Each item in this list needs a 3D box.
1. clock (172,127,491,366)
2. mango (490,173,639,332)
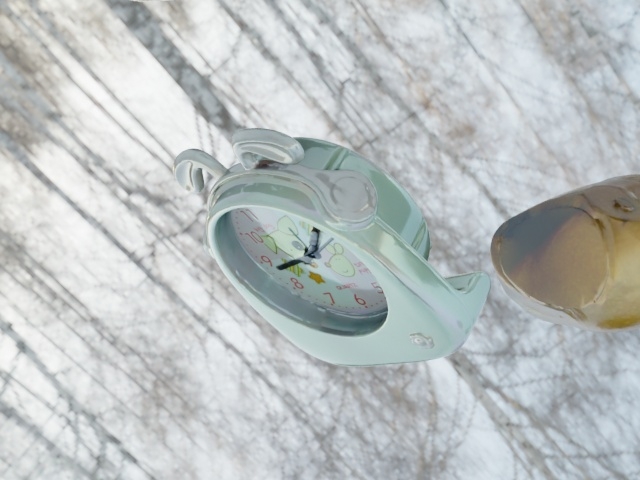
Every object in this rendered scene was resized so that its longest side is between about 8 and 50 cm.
[{"bbox_3d":[0.000,0.000,0.670,0.151,0.191,0.062,-12,-141,50],"label":"clock"},{"bbox_3d":[0.262,0.017,1.013,0.166,0.136,0.236,-18,177,-32],"label":"mango"}]
